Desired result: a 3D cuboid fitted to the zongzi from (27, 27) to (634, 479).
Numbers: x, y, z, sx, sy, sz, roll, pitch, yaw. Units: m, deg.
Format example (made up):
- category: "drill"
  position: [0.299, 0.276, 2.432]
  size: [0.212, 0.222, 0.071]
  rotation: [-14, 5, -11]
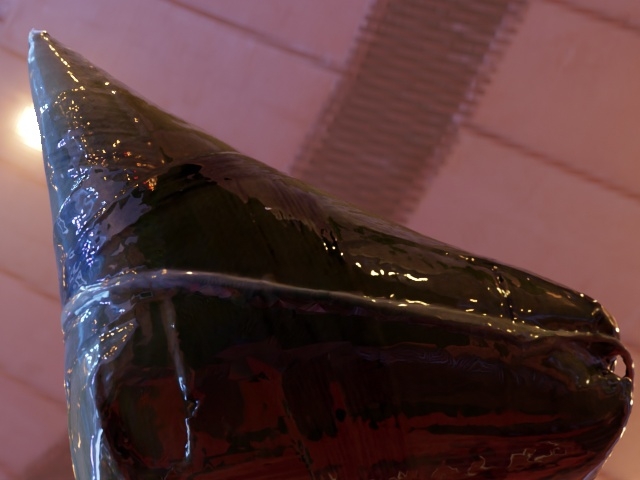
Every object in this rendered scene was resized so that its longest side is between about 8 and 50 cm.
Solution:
- category: "zongzi"
  position: [0.000, 0.000, 0.366]
  size: [0.104, 0.113, 0.052]
  rotation: [-7, -27, -8]
